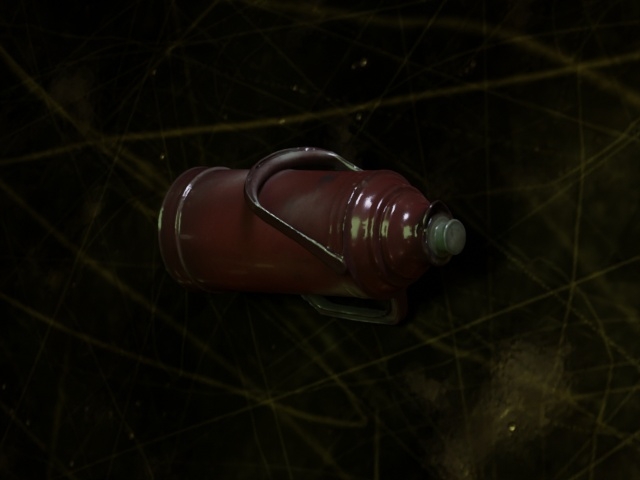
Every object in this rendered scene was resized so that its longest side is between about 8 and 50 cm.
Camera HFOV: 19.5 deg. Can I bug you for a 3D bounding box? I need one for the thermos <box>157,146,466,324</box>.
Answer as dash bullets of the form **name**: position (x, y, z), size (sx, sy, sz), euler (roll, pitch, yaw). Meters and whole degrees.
- **thermos**: position (0.002, -0.001, 1.302), size (0.232, 0.099, 0.124), euler (3, 117, 39)
